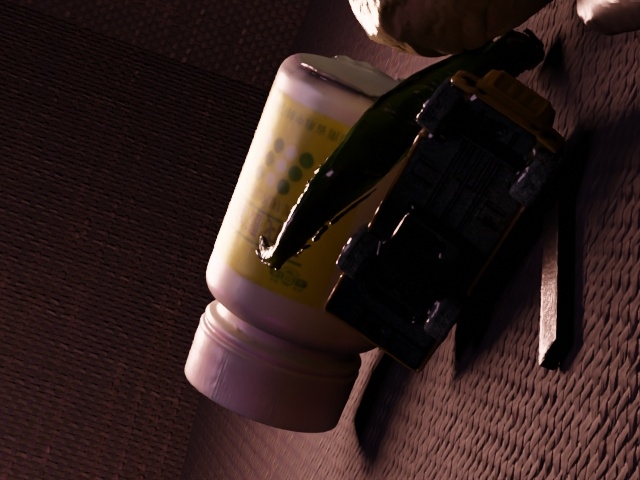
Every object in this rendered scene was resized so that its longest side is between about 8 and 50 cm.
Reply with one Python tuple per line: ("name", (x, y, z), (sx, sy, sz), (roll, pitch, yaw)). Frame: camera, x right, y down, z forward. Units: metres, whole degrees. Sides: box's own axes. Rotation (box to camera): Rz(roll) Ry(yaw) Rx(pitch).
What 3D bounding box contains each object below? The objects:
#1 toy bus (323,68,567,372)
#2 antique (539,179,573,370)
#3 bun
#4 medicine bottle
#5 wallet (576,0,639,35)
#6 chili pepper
("toy bus", (0.113, -0.023, 1.681), (0.123, 0.121, 0.335), (-48, -9, -40))
("antique", (0.180, 0.023, 1.486), (0.192, 0.015, 0.031), (-81, 14, -50))
("bun", (0.145, -0.264, 1.781), (0.244, 0.153, 0.244), (-25, 33, 18))
("medicine bottle", (0.000, 0.000, 2.112), (0.213, 0.213, 0.378), (-98, 27, -74))
("wallet", (0.274, -0.255, 1.323), (0.406, 0.062, 0.228), (-151, 80, -82))
("chili pepper", (0.069, -0.095, 1.739), (0.085, 0.076, 0.359), (4, 33, 47))
